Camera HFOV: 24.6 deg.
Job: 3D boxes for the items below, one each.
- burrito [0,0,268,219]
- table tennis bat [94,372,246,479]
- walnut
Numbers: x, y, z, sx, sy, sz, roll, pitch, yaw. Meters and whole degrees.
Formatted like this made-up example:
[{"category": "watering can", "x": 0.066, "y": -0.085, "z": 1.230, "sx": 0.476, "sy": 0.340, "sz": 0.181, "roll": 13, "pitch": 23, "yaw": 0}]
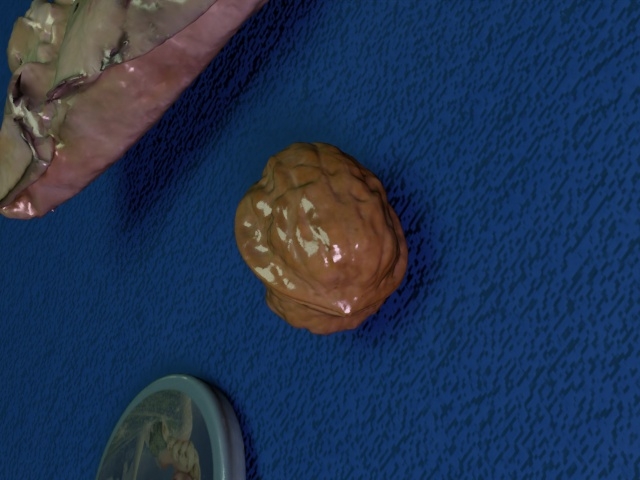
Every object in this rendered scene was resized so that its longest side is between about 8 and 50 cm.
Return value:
[{"category": "burrito", "x": -0.088, "y": -0.162, "z": 0.861, "sx": 0.348, "sy": 0.107, "sz": 0.175, "roll": -49, "pitch": 42, "yaw": 27}, {"category": "table tennis bat", "x": -0.085, "y": 0.184, "z": 0.790, "sx": 0.149, "sy": 0.038, "sz": 0.237, "roll": -37, "pitch": 47, "yaw": 39}, {"category": "walnut", "x": 0.000, "y": 0.000, "z": 0.711, "sx": 0.079, "sy": 0.082, "sz": 0.096, "roll": 102, "pitch": 155, "yaw": -47}]
